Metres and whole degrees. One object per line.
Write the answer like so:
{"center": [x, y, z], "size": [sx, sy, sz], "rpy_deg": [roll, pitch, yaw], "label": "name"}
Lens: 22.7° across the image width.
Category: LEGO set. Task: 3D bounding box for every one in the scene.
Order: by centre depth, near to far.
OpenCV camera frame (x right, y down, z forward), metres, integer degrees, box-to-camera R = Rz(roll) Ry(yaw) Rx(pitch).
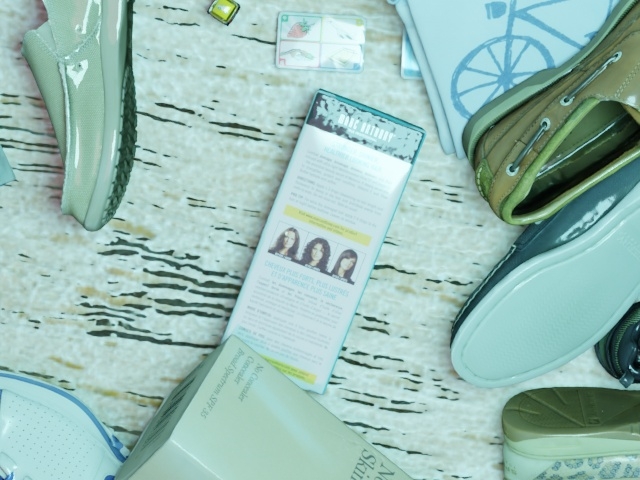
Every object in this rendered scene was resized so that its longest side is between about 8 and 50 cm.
{"center": [0.028, -0.231, 1.343], "size": [0.244, 0.060, 0.182], "rpy_deg": [4, 94, 0], "label": "LEGO set"}

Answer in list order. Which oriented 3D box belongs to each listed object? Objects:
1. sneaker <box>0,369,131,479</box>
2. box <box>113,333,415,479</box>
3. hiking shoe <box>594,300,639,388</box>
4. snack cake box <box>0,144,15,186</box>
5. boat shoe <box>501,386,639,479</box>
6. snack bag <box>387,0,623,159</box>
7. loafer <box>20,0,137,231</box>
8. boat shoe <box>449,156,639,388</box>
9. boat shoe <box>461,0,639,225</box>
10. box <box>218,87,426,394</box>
{"center": [-0.213, 0.247, 1.328], "size": [0.316, 0.182, 0.127], "rpy_deg": [33, 118, -3], "label": "sneaker"}
{"center": [-0.010, 0.242, 1.334], "size": [0.311, 0.148, 0.121], "rpy_deg": [38, 130, -9], "label": "box"}
{"center": [0.336, 0.047, 1.347], "size": [0.086, 0.114, 0.227], "rpy_deg": [44, 96, -7], "label": "hiking shoe"}
{"center": [-0.414, -0.069, 1.348], "size": [0.264, 0.089, 0.152], "rpy_deg": [-22, 96, 3], "label": "snack cake box"}
{"center": [0.300, 0.183, 1.380], "size": [0.285, 0.104, 0.089], "rpy_deg": [3, 116, 9], "label": "boat shoe"}
{"center": [0.206, -0.242, 1.265], "size": [0.323, 0.037, 0.342], "rpy_deg": [-21, 131, 5], "label": "snack bag"}
{"center": [-0.204, -0.142, 1.338], "size": [0.092, 0.102, 0.268], "rpy_deg": [2, 88, 1], "label": "loafer"}
{"center": [0.227, 0.006, 1.358], "size": [0.302, 0.091, 0.114], "rpy_deg": [-36, 123, 3], "label": "boat shoe"}
{"center": [0.259, -0.119, 1.286], "size": [0.307, 0.104, 0.111], "rpy_deg": [-40, 127, 19], "label": "boat shoe"}
{"center": [0.000, 0.000, 1.369], "size": [0.101, 0.060, 0.244], "rpy_deg": [21, 97, -2], "label": "box"}
